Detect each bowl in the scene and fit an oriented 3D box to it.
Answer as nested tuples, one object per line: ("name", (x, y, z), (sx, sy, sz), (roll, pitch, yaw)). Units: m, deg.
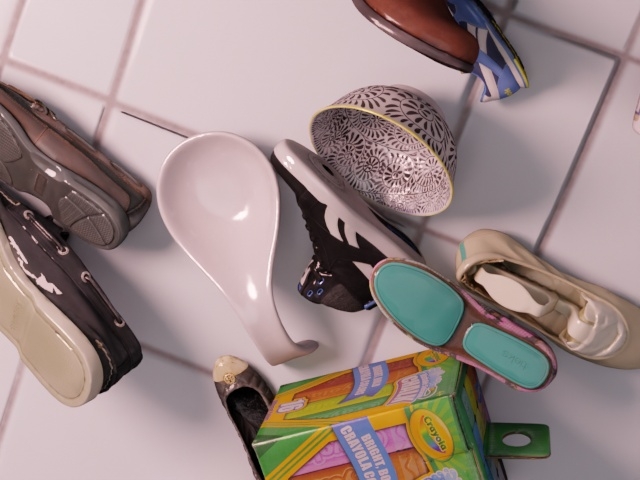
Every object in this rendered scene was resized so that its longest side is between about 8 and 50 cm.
("bowl", (0.080, -0.109, 1.595), (0.170, 0.170, 0.080), (33, 64, 0))

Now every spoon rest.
("spoon rest", (-0.083, 0.013, 1.665), (0.137, 0.084, 0.276), (-22, 101, 13))

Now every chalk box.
("chalk box", (0.100, 0.230, 1.642), (0.289, 0.180, 0.179), (-16, 101, 11))

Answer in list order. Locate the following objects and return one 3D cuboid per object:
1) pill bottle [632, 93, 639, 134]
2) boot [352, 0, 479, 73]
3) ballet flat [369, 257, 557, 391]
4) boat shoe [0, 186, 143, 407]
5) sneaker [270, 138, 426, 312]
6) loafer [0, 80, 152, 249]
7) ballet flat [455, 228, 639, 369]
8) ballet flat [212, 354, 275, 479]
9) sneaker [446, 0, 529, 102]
("pill bottle", (0.379, -0.181, 1.536), (0.094, 0.094, 0.169), (14, 106, 5))
("boot", (0.133, -0.335, 1.507), (0.280, 0.096, 0.264), (-50, 55, 15))
("ballet flat", (0.151, 0.088, 1.624), (0.221, 0.079, 0.077), (29, 100, 2))
("boat shoe", (-0.315, 0.030, 1.689), (0.340, 0.113, 0.127), (45, 131, 23))
("sneaker", (0.000, 0.000, 1.629), (0.121, 0.079, 0.217), (-42, 111, 17))
("loafer", (-0.304, -0.099, 1.687), (0.267, 0.084, 0.096), (41, 138, 1))
("ballet flat", (0.252, 0.074, 1.628), (0.248, 0.086, 0.086), (28, 107, 1))
("ballet flat", (-0.073, 0.207, 1.730), (0.057, 0.049, 0.173), (-24, 99, 13))
("sneaker", (0.158, -0.207, 1.587), (0.059, 0.053, 0.144), (-31, 96, 17))
